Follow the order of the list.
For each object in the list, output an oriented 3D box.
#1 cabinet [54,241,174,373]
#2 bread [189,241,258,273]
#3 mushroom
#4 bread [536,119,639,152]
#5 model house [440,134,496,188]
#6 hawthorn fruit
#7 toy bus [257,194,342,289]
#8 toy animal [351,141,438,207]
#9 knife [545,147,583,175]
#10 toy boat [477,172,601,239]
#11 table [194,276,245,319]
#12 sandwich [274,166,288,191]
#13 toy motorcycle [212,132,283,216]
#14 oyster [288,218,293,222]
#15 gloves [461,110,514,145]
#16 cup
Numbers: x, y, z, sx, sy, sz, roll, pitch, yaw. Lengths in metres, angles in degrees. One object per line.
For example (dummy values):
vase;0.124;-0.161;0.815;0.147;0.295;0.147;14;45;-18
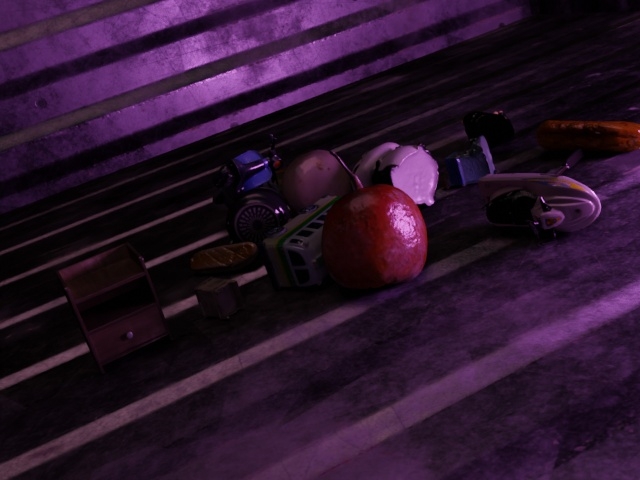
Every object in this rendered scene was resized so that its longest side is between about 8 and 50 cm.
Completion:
cabinet;-0.452;0.147;1.700;0.175;0.215;0.148;-24;23;-20
bread;-0.247;0.051;2.005;0.214;0.053;0.073;-11;64;28
mushroom;-0.006;-0.147;2.174;0.204;0.204;0.204;-15;21;6
bread;0.720;-0.269;2.002;0.124;0.084;0.344;-13;16;-42
model house;0.387;-0.205;2.085;0.149;0.119;0.148;-19;19;19
hawthorn fruit;0.123;-0.013;1.647;0.235;0.263;0.231;3;36;-22
toy bus;0.000;0.000;1.829;0.165;0.133;0.276;1;28;41
toy animal;0.186;-0.170;2.063;0.187;0.165;0.235;-40;30;-24
knife;0.596;-0.173;1.957;0.230;0.028;0.060;-38;16;-37
toy boat;0.457;-0.074;1.658;0.141;0.141;0.269;-28;25;-26
table;-0.229;0.132;1.749;0.083;0.079;0.062;3;28;40
sandwich;-0.094;-0.208;2.517;0.116;0.074;0.074;-5;26;32
toy motorcycle;-0.208;-0.169;2.229;0.212;0.125;0.358;-31;-14;-12
oyster;-0.068;-0.007;1.942;0.056;0.105;0.177;35;48;28
gloves;0.505;-0.341;2.330;0.164;0.124;0.203;18;3;11
cup;-0.181;-0.043;2.073;0.223;0.169;0.176;-45;12;12
